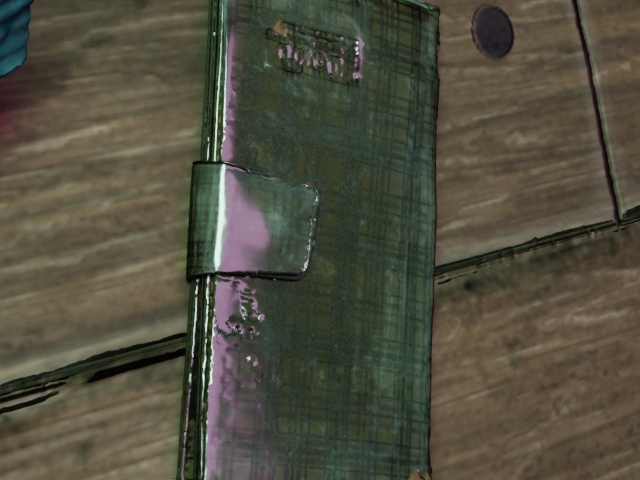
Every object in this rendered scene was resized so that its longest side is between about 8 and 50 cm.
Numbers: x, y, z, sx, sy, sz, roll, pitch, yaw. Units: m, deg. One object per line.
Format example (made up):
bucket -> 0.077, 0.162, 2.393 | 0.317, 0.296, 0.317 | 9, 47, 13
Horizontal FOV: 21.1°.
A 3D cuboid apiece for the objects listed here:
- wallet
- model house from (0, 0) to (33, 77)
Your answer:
wallet -> 0.001, 0.000, 0.994 | 0.169, 0.044, 0.317 | 10, 78, -35
model house -> -0.258, -0.097, 0.752 | 0.267, 0.194, 0.325 | -38, 121, -36
